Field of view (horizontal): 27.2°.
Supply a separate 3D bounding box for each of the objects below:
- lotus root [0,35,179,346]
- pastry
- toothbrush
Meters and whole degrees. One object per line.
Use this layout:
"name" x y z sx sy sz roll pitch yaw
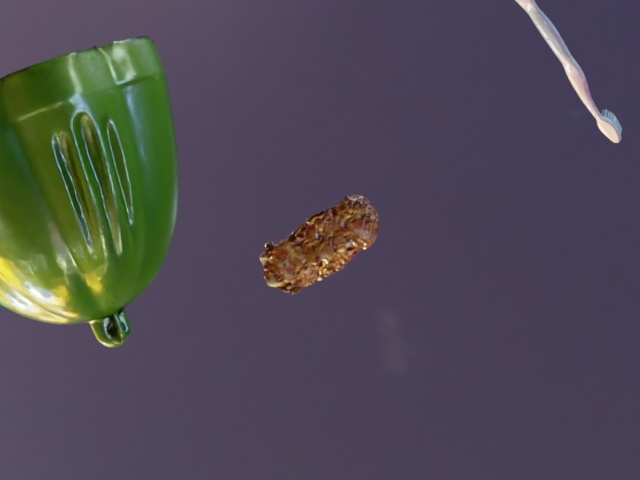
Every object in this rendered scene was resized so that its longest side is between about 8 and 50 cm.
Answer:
"lotus root" -0.150 -0.015 0.792 0.186 0.186 0.186 -13 -113 31
"pastry" 0.001 0.002 1.691 0.169 0.087 0.063 -30 -164 11
"toothbrush" 0.300 -0.213 1.601 0.021 0.269 0.027 -15 -139 36
